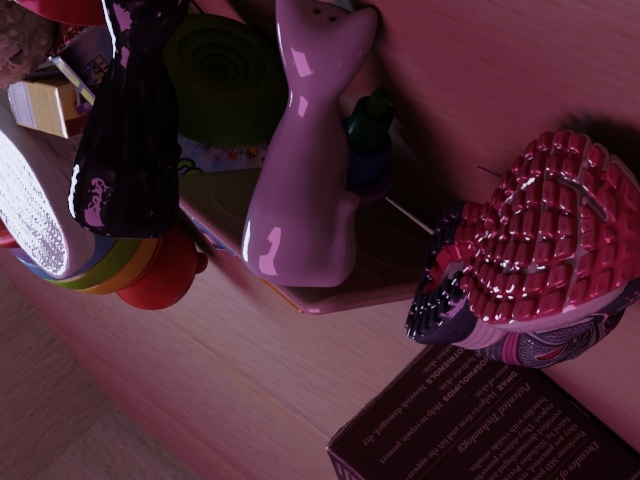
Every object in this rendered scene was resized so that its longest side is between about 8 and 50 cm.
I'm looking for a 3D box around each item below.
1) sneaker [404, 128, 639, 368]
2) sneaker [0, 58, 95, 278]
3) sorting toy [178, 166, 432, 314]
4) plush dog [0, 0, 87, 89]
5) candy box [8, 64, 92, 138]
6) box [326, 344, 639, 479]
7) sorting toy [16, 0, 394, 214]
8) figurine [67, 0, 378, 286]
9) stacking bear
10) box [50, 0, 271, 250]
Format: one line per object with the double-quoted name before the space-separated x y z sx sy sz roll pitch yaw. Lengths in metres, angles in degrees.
"sneaker" 0.147 0.013 1.184 0.112 0.121 0.299 18 170 -10
"sneaker" -0.259 -0.097 1.977 0.292 0.169 0.108 56 141 26
"sorting toy" 0.000 0.000 1.467 0.208 0.193 0.038 34 118 36
"plush dog" -0.321 -0.228 1.750 0.225 0.262 0.210 76 -177 -47
"candy box" -0.217 -0.138 1.833 0.186 0.109 0.053 21 124 65
"box" 0.139 0.204 1.619 0.203 0.167 0.168 41 166 23
"sorting toy" -0.081 -0.167 1.417 0.365 0.127 0.126 40 137 15
"figurine" -0.063 -0.091 1.325 0.215 0.092 0.209 16 121 15
"stacking bear" -0.248 -0.013 2.201 0.289 0.175 0.164 35 -155 -47
"box" -0.105 -0.105 1.578 0.207 0.114 0.036 49 167 -14
